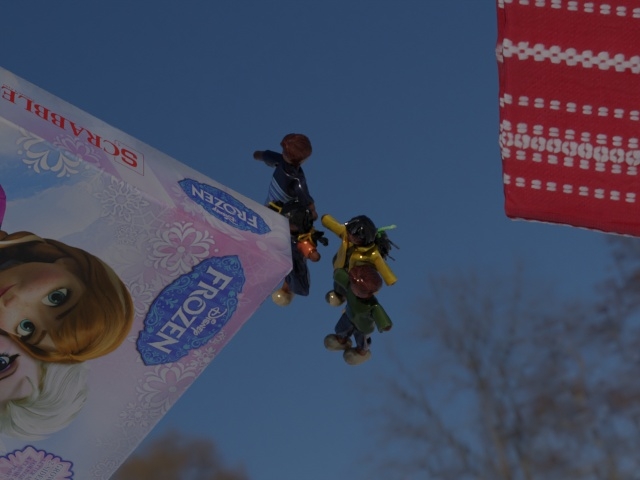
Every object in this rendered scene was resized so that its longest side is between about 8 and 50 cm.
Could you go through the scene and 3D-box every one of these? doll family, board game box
[{"bbox_3d":[0.000,0.000,1.519,0.076,0.193,0.111,-36,-27,-33],"label":"doll family"},{"bbox_3d":[-0.238,0.039,1.401,0.318,0.066,0.319,27,-59,-24],"label":"board game box"}]

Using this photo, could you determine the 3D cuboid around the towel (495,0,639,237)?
[{"bbox_3d":[0.145,-0.124,0.555,0.199,0.275,0.031,8,26,21],"label":"towel"}]
